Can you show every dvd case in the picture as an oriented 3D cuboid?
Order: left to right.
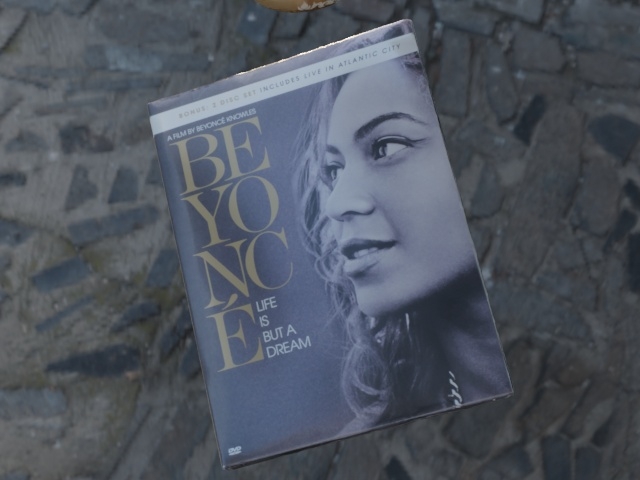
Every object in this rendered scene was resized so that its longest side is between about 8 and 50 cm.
[{"bbox_3d":[0.000,0.000,0.661,0.165,0.018,0.221,-16,74,10],"label":"dvd case"}]

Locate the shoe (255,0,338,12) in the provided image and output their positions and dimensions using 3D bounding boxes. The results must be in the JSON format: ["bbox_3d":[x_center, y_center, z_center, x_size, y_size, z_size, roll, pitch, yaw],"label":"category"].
[{"bbox_3d":[-0.046,-0.182,0.424,0.077,0.058,0.219,-27,73,-20],"label":"shoe"}]
